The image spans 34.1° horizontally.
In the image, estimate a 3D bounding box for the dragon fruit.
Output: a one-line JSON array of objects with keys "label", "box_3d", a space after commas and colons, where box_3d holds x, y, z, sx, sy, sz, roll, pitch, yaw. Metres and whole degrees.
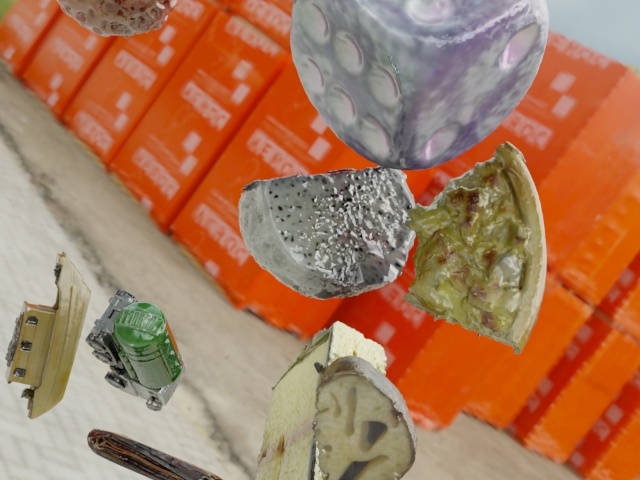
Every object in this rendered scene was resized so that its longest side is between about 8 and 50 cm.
[{"label": "dragon fruit", "box_3d": [0.000, 0.000, 1.737, 0.283, 0.204, 0.221, -6, -8, -30]}]

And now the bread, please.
[{"label": "bread", "box_3d": [-0.062, 0.372, 1.974, 0.405, 0.346, 0.242, -14, -24, 36]}]

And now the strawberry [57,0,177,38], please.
[{"label": "strawberry", "box_3d": [-0.340, -0.466, 1.684, 0.265, 0.149, 0.336, 4, -33, 0]}]

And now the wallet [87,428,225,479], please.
[{"label": "wallet", "box_3d": [-0.242, 0.332, 1.545, 0.195, 0.042, 0.161, 21, -14, 8]}]

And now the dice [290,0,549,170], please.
[{"label": "dice", "box_3d": [0.135, -0.282, 1.466, 0.270, 0.271, 0.270, 47, -26, 26]}]

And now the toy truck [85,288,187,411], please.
[{"label": "toy truck", "box_3d": [-0.279, 0.172, 1.642, 0.125, 0.101, 0.242, 20, -28, 15]}]

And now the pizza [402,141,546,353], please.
[{"label": "pizza", "box_3d": [0.220, 0.009, 1.543, 0.223, 0.324, 0.089, -7, -23, 22]}]

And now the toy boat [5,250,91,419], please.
[{"label": "toy boat", "box_3d": [-0.331, 0.112, 1.255, 0.077, 0.201, 0.057, 15, 0, -21]}]

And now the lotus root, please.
[{"label": "lotus root", "box_3d": [0.066, 0.312, 1.643, 0.074, 0.170, 0.261, -83, 162, -80]}]
